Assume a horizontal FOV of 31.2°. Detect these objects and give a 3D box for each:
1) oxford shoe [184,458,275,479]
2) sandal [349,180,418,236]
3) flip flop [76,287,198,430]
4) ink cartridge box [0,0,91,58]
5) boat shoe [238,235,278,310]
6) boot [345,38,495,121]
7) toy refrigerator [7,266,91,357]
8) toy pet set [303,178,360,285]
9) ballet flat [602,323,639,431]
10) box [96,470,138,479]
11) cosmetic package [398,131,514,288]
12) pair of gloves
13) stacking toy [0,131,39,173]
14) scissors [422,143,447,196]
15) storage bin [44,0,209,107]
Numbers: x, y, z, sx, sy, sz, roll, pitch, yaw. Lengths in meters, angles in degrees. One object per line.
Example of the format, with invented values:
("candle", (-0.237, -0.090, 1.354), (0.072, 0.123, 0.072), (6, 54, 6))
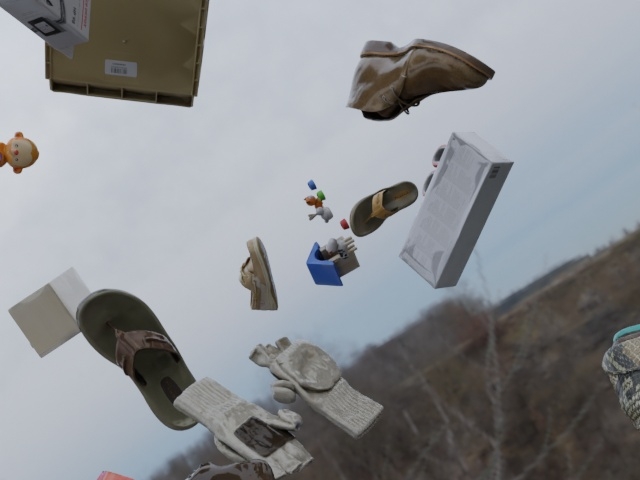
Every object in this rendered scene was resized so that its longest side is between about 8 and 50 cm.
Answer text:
("oxford shoe", (-0.153, 0.330, 1.428), (0.227, 0.082, 0.096), (-19, 37, 16))
("sandal", (0.134, -0.072, 2.380), (0.180, 0.072, 0.049), (-30, 5, -20))
("flip flop", (-0.278, 0.191, 1.832), (0.112, 0.277, 0.080), (-37, 11, -14))
("ink cartridge box", (-0.384, -0.348, 1.645), (0.060, 0.104, 0.180), (-11, -23, 23))
("boat shoe", (-0.115, 0.065, 2.021), (0.059, 0.063, 0.170), (-10, -49, 1))
("boot", (0.138, -0.222, 1.658), (0.305, 0.112, 0.115), (13, 74, 62))
("toy refrigerator", (-0.473, 0.125, 2.048), (0.094, 0.102, 0.269), (-33, 7, -1))
("toy pet set", (0.000, 0.000, 1.559), (0.065, 0.122, 0.114), (-29, -51, -7))
("ballet flat", (0.485, 0.239, 1.512), (0.164, 0.182, 0.483), (-15, -21, 24))
("box", (-0.241, 0.500, 1.750), (0.154, 0.300, 0.142), (6, 52, 41))
("cosmetic package", (0.216, -0.048, 1.843), (0.060, 0.099, 0.239), (-7, -51, -43))
("pair of gloves", (-0.051, 0.221, 1.570), (0.240, 0.204, 0.042), (-26, -36, -41))
("stacking toy", (-0.602, -0.141, 1.830), (0.302, 0.175, 0.166), (2, 0, -3))
("scissors", (0.238, -0.110, 2.043), (0.109, 0.021, 0.297), (-65, 13, 5))
("storage bin", (-0.321, -0.365, 1.916), (0.262, 0.123, 0.260), (6, -45, -7))
